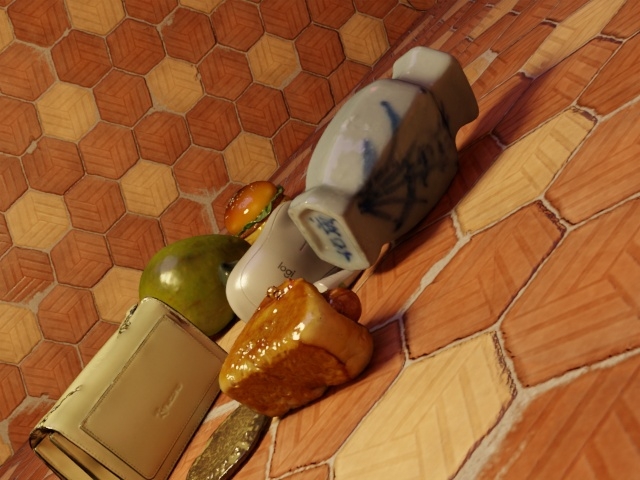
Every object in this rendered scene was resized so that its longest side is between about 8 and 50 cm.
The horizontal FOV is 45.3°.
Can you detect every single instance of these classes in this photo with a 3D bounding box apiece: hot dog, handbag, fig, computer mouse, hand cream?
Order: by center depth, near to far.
[{"bbox_3d":[-0.031,0.147,1.124,0.256,0.150,0.153,-36,24,41],"label":"hot dog"},{"bbox_3d":[0.030,0.079,1.395,0.142,0.053,0.084,-35,4,-39],"label":"hand cream"},{"bbox_3d":[-0.355,0.307,1.471,0.160,0.237,0.359,-33,17,39],"label":"handbag"},{"bbox_3d":[-0.057,0.039,1.476,0.297,0.184,0.121,-50,-5,-26],"label":"computer mouse"},{"bbox_3d":[-0.297,0.099,1.947,0.326,0.258,0.258,-38,6,-34],"label":"fig"}]

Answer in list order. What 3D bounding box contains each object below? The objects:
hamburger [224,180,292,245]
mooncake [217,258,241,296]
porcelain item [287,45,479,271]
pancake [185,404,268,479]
[{"bbox_3d":[-0.215,-0.101,2.527,0.246,0.170,0.246,-46,10,11],"label":"hamburger"},{"bbox_3d":[-0.135,0.072,1.683,0.175,0.168,0.104,-62,14,-2],"label":"mooncake"},{"bbox_3d":[0.117,-0.148,1.366,0.178,0.243,0.405,9,53,45],"label":"porcelain item"},{"bbox_3d":[-0.148,0.325,1.218,0.199,0.021,0.199,-44,12,12],"label":"pancake"}]
